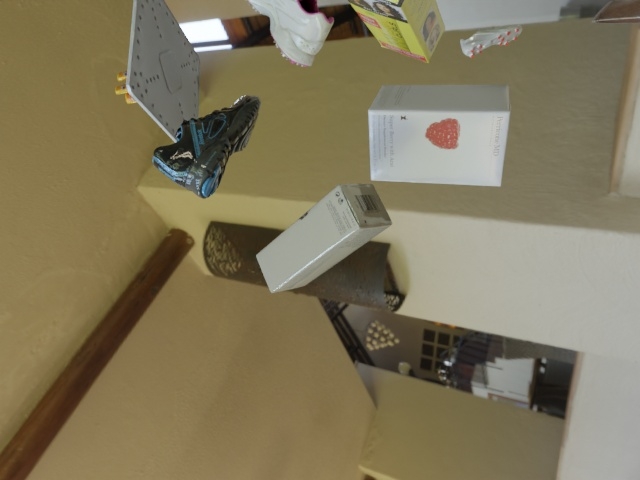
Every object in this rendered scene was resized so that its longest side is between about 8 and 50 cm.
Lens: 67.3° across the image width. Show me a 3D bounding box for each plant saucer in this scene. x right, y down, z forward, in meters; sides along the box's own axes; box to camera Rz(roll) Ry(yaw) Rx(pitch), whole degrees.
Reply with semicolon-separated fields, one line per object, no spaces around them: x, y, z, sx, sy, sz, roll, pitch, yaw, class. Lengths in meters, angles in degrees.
0.454;-0.305;0.634;0.168;0.168;0.029;-35;-51;-53;plant saucer

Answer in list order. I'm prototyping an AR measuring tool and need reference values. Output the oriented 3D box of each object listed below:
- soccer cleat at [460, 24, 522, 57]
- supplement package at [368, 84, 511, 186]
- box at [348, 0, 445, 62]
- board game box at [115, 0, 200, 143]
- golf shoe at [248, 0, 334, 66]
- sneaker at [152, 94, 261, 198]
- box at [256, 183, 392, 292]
0.552;-0.663;1.561;0.068;0.196;0.076;58;-168;-66;soccer cleat
0.270;-0.246;1.104;0.175;0.292;0.178;-64;-27;-51;supplement package
0.095;-0.293;0.605;0.058;0.087;0.232;-67;-16;13;box
-0.453;-0.484;1.388;0.390;0.050;0.391;60;-155;-70;board game box
-0.077;-0.544;1.082;0.115;0.140;0.306;-22;-104;-52;golf shoe
-0.237;-0.243;1.068;0.341;0.139;0.125;-66;2;-46;sneaker
0.000;0.000;0.948;0.113;0.275;0.094;-7;-114;-49;box
